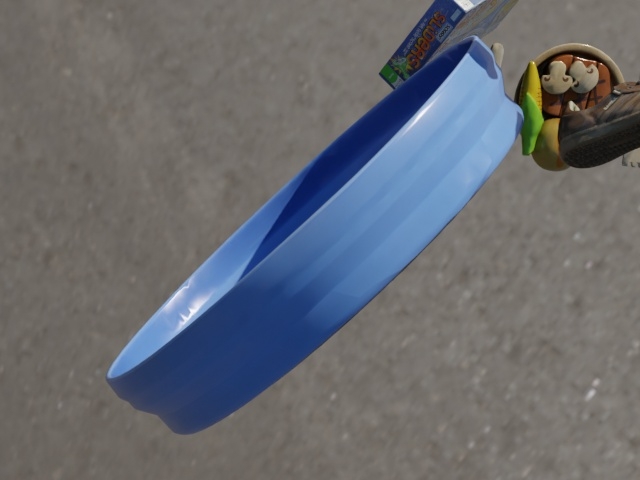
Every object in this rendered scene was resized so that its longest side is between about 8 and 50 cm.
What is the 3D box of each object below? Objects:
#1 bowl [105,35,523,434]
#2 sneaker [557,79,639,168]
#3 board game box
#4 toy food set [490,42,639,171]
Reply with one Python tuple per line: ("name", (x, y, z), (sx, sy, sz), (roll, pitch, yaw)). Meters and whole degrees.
("bowl", (0.000, 0.000, 1.371), (0.077, 0.391, 0.391), (47, 51, -6))
("sneaker", (0.313, -0.130, 1.706), (0.066, 0.188, 0.071), (41, 41, -49))
("board game box", (0.156, -0.239, 1.838), (0.035, 0.136, 0.201), (46, 46, 7))
("toy food set", (0.259, -0.135, 1.816), (0.192, 0.132, 0.038), (4, 12, -14))
